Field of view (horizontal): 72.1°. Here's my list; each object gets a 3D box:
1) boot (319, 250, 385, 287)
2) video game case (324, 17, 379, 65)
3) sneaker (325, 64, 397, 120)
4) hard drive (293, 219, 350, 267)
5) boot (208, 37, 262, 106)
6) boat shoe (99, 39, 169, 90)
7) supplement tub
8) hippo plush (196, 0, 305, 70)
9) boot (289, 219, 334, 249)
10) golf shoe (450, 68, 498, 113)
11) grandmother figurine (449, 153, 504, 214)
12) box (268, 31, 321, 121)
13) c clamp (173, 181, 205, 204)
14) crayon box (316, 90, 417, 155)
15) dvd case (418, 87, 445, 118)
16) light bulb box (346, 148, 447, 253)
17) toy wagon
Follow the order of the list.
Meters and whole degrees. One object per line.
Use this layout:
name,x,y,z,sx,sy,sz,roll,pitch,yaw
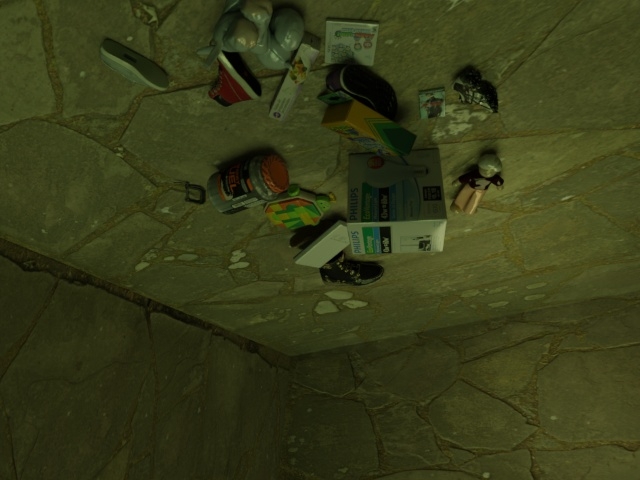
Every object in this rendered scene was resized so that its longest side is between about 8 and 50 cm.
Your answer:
boot,0.149,0.142,2.445,0.377,0.138,0.284,-2,148,21
video game case,0.092,-0.604,1.343,0.157,0.019,0.143,4,149,1
sneaker,0.140,-0.492,1.474,0.283,0.107,0.124,23,173,-39
hard drive,0.041,0.023,2.197,0.318,0.040,0.210,-40,150,25
boot,-0.329,-0.540,1.444,0.176,0.088,0.244,-8,150,22
boat shoe,-0.616,-0.566,1.456,0.227,0.079,0.081,29,148,-25
supplement tub,-0.299,-0.235,1.829,0.316,0.194,0.193,-16,143,28
hippo plush,-0.159,-0.562,1.231,0.236,0.234,0.294,15,122,-39
boot,0.000,0.000,2.268,0.262,0.095,0.203,-27,145,23
golf shoe,0.512,-0.482,1.449,0.198,0.077,0.094,32,154,-30
grandmother figurine,0.653,-0.229,1.805,0.207,0.104,0.342,-4,151,-3
box,-0.091,-0.528,1.447,0.063,0.067,0.324,17,147,-18
c clamp,-0.605,-0.222,2.059,0.137,0.022,0.161,3,147,-7
crayon box,0.144,-0.394,1.523,0.323,0.083,0.203,22,-179,-25
dvd case,0.387,-0.473,1.522,0.087,0.013,0.119,-4,147,13
light bulb box,0.292,-0.151,1.730,0.361,0.358,0.225,-2,146,9
toy wagon,-0.093,-0.154,2.051,0.344,0.068,0.267,-9,146,21
